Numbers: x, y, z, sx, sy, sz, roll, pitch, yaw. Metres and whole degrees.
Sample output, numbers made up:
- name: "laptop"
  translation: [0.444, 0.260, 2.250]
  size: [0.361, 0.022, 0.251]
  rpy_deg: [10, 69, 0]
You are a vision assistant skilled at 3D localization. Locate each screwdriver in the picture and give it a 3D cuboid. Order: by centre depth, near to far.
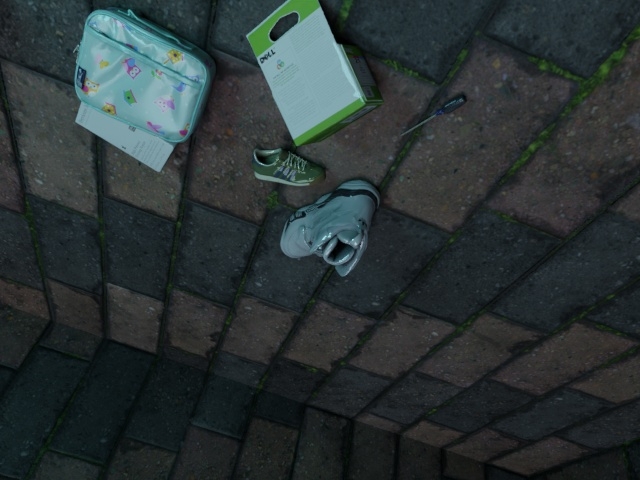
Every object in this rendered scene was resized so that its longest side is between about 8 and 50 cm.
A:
- name: "screwdriver"
  translation: [0.243, -0.274, 1.031]
  size: [0.170, 0.024, 0.025]
  rpy_deg: [-19, 99, 40]

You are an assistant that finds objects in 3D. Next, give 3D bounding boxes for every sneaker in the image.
- name: "sneaker"
  translation: [-0.084, -0.190, 1.173]
  size: [0.192, 0.064, 0.086]
  rpy_deg: [7, 143, 13]
- name: "sneaker"
  translation: [0.000, 0.000, 1.248]
  size: [0.137, 0.210, 0.366]
  rpy_deg: [37, 134, -23]

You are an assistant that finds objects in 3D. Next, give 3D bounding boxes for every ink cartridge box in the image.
- name: "ink cartridge box"
  translation: [-0.012, -0.354, 0.967]
  size: [0.189, 0.097, 0.255]
  rpy_deg: [-23, 92, 35]

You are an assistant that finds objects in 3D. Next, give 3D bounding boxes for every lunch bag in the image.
- name: "lunch bag"
  translation: [-0.382, -0.360, 1.015]
  size: [0.279, 0.108, 0.224]
  rpy_deg: [23, 123, -12]

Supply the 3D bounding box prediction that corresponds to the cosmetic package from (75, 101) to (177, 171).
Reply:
- name: "cosmetic package"
  translation: [-0.471, -0.286, 1.164]
  size: [0.231, 0.085, 0.117]
  rpy_deg: [31, 136, -19]
